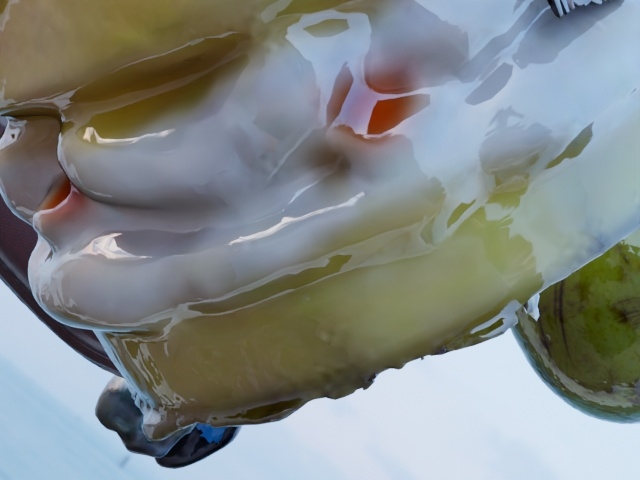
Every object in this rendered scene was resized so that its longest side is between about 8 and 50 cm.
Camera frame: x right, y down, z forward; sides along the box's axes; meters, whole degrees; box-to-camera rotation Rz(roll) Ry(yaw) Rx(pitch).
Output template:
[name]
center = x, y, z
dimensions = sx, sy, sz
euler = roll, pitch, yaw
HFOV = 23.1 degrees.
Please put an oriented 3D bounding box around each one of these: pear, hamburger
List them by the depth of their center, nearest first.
[hamburger]
center = -0.009, -0.087, 0.576
dimensions = 0.237, 0.276, 0.276
euler = 66, -18, -14
[pear]
center = 0.304, 0.039, 1.536
dimensions = 0.283, 0.283, 0.283
euler = 37, -10, 8

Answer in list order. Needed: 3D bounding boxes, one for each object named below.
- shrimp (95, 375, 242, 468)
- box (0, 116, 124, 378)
[shrimp]
center = 0.000, 0.000, 1.197
dimensions = 0.110, 0.446, 0.221
euler = 43, 7, 22
[box]
center = -0.134, -0.108, 0.952
dimensions = 0.404, 0.263, 0.108
euler = 47, -3, 12
